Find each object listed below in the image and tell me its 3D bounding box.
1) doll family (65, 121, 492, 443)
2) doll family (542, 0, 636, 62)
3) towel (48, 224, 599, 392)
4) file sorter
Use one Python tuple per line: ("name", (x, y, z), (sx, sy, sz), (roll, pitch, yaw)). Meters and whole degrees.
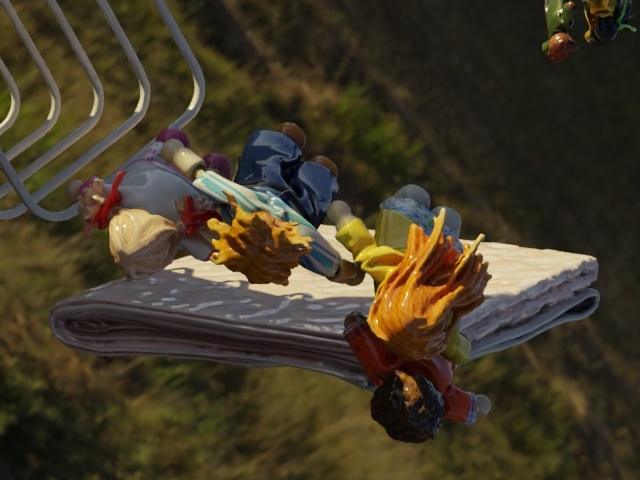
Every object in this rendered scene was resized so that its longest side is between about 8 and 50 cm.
("doll family", (0.000, 0.000, 0.943), (0.263, 0.118, 0.163), (31, 23, -5))
("doll family", (0.229, -0.220, 1.454), (0.193, 0.076, 0.111), (94, -6, -56))
("towel", (0.012, 0.047, 1.370), (0.332, 0.317, 0.053), (-16, 109, -55))
("file sorter", (-0.254, -0.123, 1.309), (0.193, 0.278, 0.173), (-43, 117, -32))
